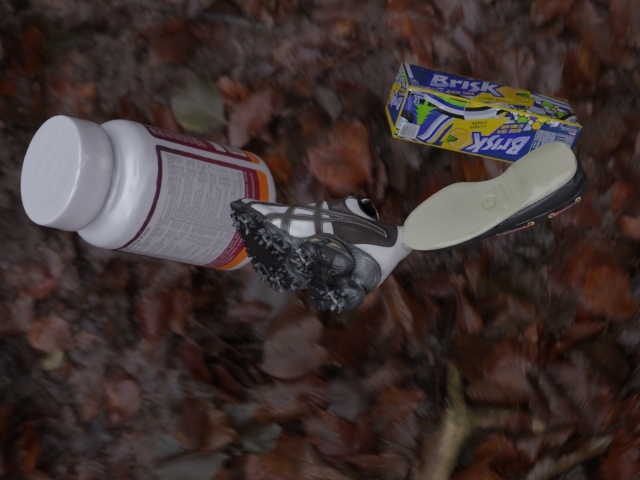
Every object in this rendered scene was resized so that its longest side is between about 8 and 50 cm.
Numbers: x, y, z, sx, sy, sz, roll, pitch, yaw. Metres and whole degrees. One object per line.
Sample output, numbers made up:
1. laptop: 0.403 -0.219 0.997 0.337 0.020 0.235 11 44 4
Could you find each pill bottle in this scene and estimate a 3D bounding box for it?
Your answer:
1. pill bottle: -0.159 -0.045 1.331 0.121 0.221 0.121 -15 70 46

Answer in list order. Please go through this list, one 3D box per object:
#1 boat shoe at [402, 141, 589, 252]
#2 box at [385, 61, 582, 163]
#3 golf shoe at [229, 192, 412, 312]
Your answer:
1. boat shoe: 0.120 -0.021 0.976 0.133 0.042 0.049 -25 53 17
2. box: 0.149 -0.113 1.312 0.169 0.059 0.054 12 119 -12
3. golf shoe: 0.000 0.000 1.179 0.094 0.077 0.198 -31 33 -23
